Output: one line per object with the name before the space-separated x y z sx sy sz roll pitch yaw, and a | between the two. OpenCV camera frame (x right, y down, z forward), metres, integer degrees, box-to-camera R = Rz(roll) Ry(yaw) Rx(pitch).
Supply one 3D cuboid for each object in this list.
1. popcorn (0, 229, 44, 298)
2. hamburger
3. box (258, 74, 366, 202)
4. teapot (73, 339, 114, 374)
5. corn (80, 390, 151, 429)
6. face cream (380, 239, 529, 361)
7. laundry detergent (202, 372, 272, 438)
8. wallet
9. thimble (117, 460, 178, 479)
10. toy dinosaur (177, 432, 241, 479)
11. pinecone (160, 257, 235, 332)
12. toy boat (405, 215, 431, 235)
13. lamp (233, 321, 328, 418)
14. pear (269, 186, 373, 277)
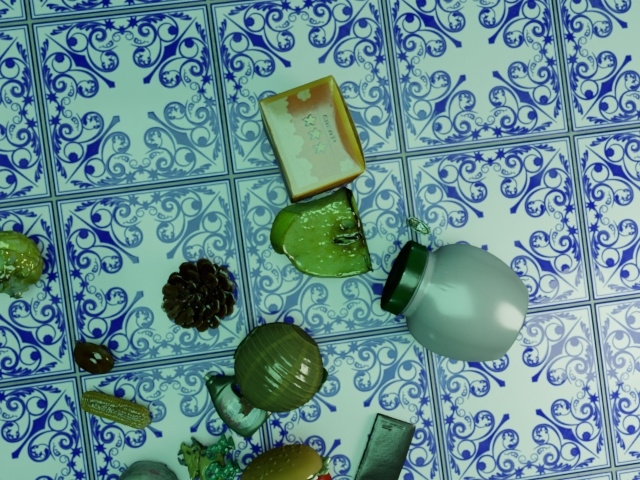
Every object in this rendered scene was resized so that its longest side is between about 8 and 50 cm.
popcorn | -0.851 0.073 1.666 0.198 0.212 0.197 9 115 20
hamburger | -0.092 0.660 1.678 0.275 0.274 0.212 -20 92 -3
box | -0.022 -0.255 1.668 0.214 0.283 0.259 -18 92 -4
teapot | -0.628 0.317 1.747 0.129 0.078 0.098 21 130 9
corn | -0.567 0.469 1.750 0.207 0.068 0.068 20 89 -1
face cream | 0.365 0.161 1.724 0.357 0.219 0.312 24 89 -2
laundry detergent | -0.240 0.444 1.772 0.211 0.063 0.137 45 86 0
wallet | 0.182 0.630 1.813 0.124 0.025 0.244 19 89 -3
thimble | -0.481 0.725 1.717 0.186 0.149 0.210 11 90 -5
toy dinosaur | -0.288 0.643 1.727 0.153 0.094 0.259 -33 61 0
pinecone | -0.335 0.153 1.701 0.208 0.208 0.207 0 90 -3
toy boat | 0.284 -0.040 1.810 0.083 0.038 0.038 31 89 -2
lamp | -0.124 0.359 1.686 0.250 0.250 0.284 37 92 -3
pear | 0.000 0.000 1.738 0.256 0.164 0.238 -19 110 5
